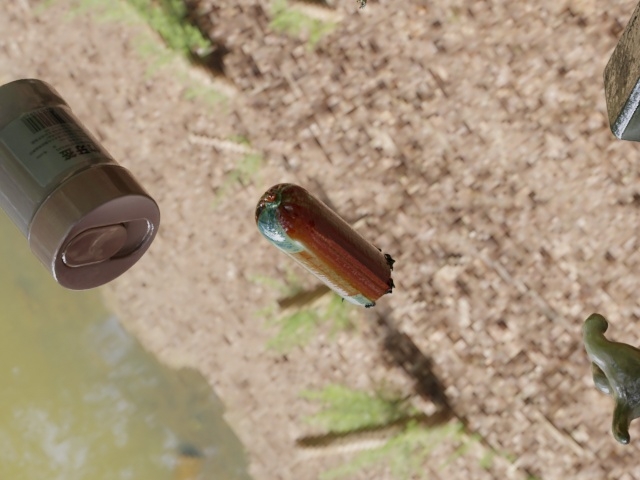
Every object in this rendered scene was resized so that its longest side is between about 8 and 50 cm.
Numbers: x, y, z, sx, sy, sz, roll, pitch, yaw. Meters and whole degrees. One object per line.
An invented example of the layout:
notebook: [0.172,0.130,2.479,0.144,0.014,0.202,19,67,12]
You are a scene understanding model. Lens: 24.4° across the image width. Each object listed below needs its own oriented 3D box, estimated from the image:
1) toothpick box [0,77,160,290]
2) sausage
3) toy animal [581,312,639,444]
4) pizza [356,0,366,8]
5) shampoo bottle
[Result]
toothpick box: [-0.206,-0.045,1.156,0.149,0.098,0.098,46,143,28]
sausage: [0.000,0.000,1.624,0.083,0.083,0.264,26,173,32]
toy animal: [0.398,0.120,1.596,0.121,0.233,0.169,75,175,-48]
pizza: [0.033,-0.314,1.773,0.037,0.016,0.083,-18,107,37]
shampoo bottle: [0.299,-0.174,1.166,0.080,0.079,0.246,4,147,-8]
